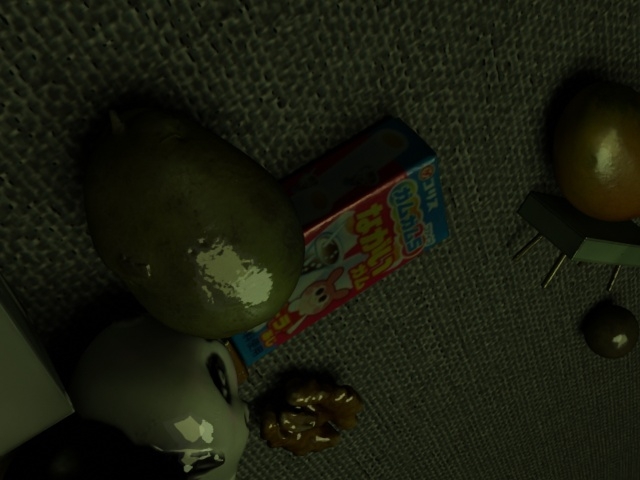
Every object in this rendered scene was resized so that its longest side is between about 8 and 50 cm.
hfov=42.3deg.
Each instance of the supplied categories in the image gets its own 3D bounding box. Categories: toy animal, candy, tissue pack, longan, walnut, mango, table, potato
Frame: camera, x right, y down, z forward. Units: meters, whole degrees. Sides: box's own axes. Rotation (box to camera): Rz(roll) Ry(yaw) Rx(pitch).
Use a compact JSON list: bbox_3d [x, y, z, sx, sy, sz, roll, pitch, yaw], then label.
[{"bbox_3d":[-0.198,0.228,0.876,0.250,0.310,0.251,8,141,7],"label":"toy animal"},{"bbox_3d":[0.001,0.001,0.977,0.305,0.100,0.157,-32,140,-11],"label":"candy"},{"bbox_3d":[-0.342,0.077,0.734,0.135,0.159,0.246,-28,139,-16],"label":"tissue pack"},{"bbox_3d":[0.557,0.172,1.583,0.106,0.106,0.119,-62,178,24],"label":"longan"},{"bbox_3d":[-0.016,0.254,1.225,0.143,0.069,0.170,-46,139,10],"label":"walnut"},{"bbox_3d":[0.413,-0.117,1.164,0.254,0.139,0.176,19,102,-38],"label":"mango"},{"bbox_3d":[0.408,0.013,1.290,0.240,0.122,0.111,6,123,-40],"label":"table"},{"bbox_3d":[-0.127,-0.022,0.794,0.174,0.159,0.251,-49,117,-24],"label":"potato"}]

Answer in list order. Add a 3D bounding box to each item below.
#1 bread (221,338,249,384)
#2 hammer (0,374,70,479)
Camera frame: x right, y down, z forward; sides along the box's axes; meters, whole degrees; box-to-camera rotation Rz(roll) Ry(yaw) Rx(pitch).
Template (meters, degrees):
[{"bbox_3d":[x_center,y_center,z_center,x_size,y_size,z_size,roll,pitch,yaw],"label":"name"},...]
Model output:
[{"bbox_3d":[-0.145,0.167,1.067,0.090,0.035,0.094,-32,140,-11],"label":"bread"},{"bbox_3d":[-0.439,0.325,0.979,0.440,0.044,0.168,-46,139,8],"label":"hammer"}]
